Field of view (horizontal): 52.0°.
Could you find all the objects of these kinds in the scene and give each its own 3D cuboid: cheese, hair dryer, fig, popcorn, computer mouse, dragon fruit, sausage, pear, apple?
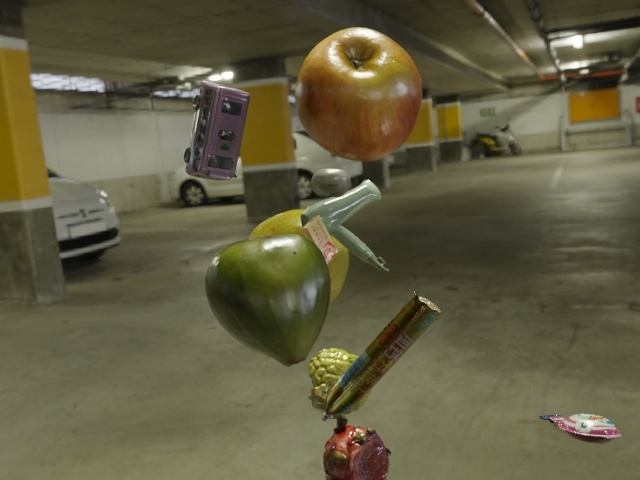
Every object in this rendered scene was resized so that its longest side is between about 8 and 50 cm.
[{"bbox_3d":[0.700,0.500,1.776,0.155,0.062,0.244,4,-3,-22],"label":"cheese"},{"bbox_3d":[0.096,-0.020,1.484,0.206,0.075,0.237,-28,61,-23],"label":"hair dryer"},{"bbox_3d":[-0.078,0.098,1.060,0.203,0.225,0.203,-14,-20,-5],"label":"fig"},{"bbox_3d":[0.050,0.469,2.141,0.206,0.237,0.251,28,37,27],"label":"popcorn"},{"bbox_3d":[0.017,-0.092,1.112,0.066,0.039,0.096,2,-13,-6],"label":"computer mouse"},{"bbox_3d":[0.112,0.661,1.967,0.211,0.282,0.147,-24,18,-29],"label":"dragon fruit"},{"bbox_3d":[0.120,0.272,1.473,0.082,0.371,0.082,39,10,-8],"label":"sausage"},{"bbox_3d":[-0.057,0.052,1.842,0.304,0.304,0.304,-5,8,1],"label":"pear"},{"bbox_3d":[0.083,-0.315,1.409,0.286,0.286,0.233,-6,-25,-1],"label":"apple"}]

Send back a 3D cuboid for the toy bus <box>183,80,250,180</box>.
[{"bbox_3d":[-0.211,-0.220,1.354,0.096,0.199,0.108,6,12,-33],"label":"toy bus"}]

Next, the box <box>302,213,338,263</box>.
[{"bbox_3d":[0.000,0.000,1.337,0.015,0.093,0.058,-15,21,34],"label":"box"}]
